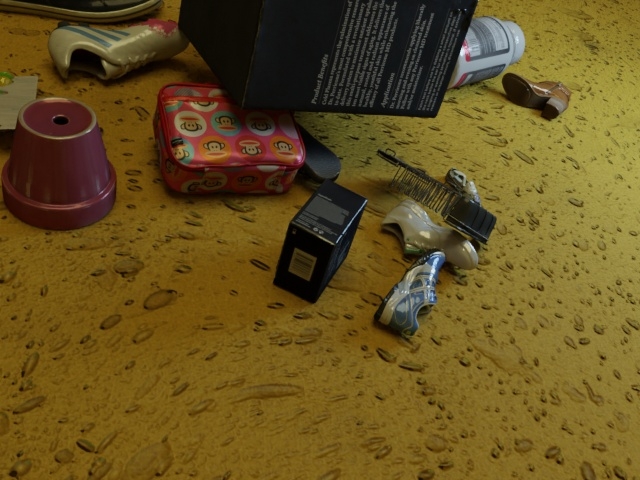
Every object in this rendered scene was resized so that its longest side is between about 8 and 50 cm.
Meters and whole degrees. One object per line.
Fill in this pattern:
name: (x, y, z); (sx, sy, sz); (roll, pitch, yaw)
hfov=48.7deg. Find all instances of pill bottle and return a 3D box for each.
pill bottle: (0.424, -0.530, 1.979); (0.319, 0.176, 0.176); (-20, 54, -35)

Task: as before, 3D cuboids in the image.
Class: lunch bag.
lunch bag: (-0.193, -0.223, 1.459); (0.293, 0.120, 0.258); (-3, 59, -25)

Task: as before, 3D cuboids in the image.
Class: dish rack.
dish rack: (0.232, -0.098, 1.474); (0.271, 0.074, 0.208); (35, 8, 29)

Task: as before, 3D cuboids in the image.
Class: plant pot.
plant pot: (-0.472, -0.150, 1.278); (0.201, 0.180, 0.201); (9, 42, -8)

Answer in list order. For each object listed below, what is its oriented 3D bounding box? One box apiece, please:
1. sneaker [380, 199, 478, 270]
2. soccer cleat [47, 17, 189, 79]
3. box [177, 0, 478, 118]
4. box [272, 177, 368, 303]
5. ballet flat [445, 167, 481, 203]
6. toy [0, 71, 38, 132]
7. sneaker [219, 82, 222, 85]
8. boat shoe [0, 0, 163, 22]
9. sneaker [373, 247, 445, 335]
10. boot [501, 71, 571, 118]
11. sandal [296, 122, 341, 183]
sneaker: (0.214, 0.007, 1.428); (0.094, 0.080, 0.212); (-36, 57, -28)
soccer cleat: (-0.458, -0.433, 1.652); (0.331, 0.116, 0.143); (-9, 64, -24)
box: (-0.009, -0.502, 1.547); (0.472, 0.297, 0.480); (-1, 35, -28)
box: (0.000, 0.000, 1.290); (0.093, 0.156, 0.158); (26, 43, 9)
ballet flat: (0.329, -0.127, 1.621); (0.041, 0.041, 0.114); (-16, 52, -31)
toy: (-0.649, -0.266, 1.436); (0.137, 0.056, 0.237); (-3, 41, -16)
sneaker: (-0.172, -0.325, 1.636); (0.132, 0.086, 0.228); (12, 42, -10)
boat shoe: (-0.646, -0.665, 1.789); (0.500, 0.156, 0.186); (0, 43, -20)
sneaker: (0.181, 0.096, 1.316); (0.081, 0.080, 0.211); (35, 54, 10)
boot: (0.619, -0.431, 2.020); (0.197, 0.073, 0.152); (39, 46, 5)
sandal: (-0.032, -0.191, 1.570); (0.097, 0.054, 0.254); (-1, 35, -29)
